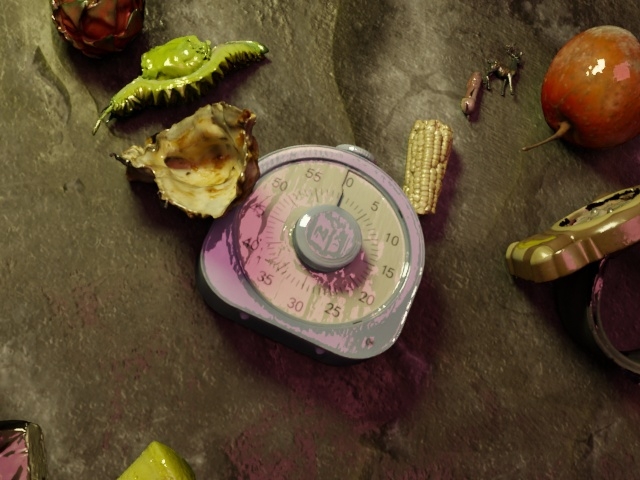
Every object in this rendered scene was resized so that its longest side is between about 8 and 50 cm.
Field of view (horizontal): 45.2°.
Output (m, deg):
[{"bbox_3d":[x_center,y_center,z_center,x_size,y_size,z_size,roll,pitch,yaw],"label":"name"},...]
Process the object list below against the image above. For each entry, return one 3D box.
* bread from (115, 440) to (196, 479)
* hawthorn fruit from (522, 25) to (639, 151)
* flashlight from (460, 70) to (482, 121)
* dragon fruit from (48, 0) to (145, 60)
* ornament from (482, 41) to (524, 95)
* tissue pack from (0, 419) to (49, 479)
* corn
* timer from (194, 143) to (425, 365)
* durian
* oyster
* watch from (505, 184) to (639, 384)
[{"bbox_3d":[-0.255,0.393,1.212,0.114,0.111,0.129,-39,82,-11],"label":"bread"},{"bbox_3d":[0.555,-0.289,1.534,0.235,0.263,0.231,23,35,-15],"label":"hawthorn fruit"},{"bbox_3d":[0.305,-0.297,1.564,0.031,0.052,0.110,5,63,25],"label":"flashlight"},{"bbox_3d":[-0.389,-0.412,1.350,0.182,0.188,0.182,1,82,-6],"label":"dragon fruit"},{"bbox_3d":[0.383,-0.364,1.602,0.073,0.028,0.125,22,73,-7],"label":"ornament"},{"bbox_3d":[-0.572,0.376,1.090,0.370,0.210,0.198,-9,72,-14],"label":"tissue pack"},{"bbox_3d":[0.203,-0.130,1.472,0.087,0.087,0.211,12,77,-10],"label":"corn"},{"bbox_3d":[0.000,0.000,1.339,0.395,0.173,0.395,3,74,-11],"label":"timer"},{"bbox_3d":[-0.255,-0.299,1.397,0.375,0.106,0.132,-28,78,-23],"label":"durian"},{"bbox_3d":[-0.225,-0.123,1.264,0.133,0.337,0.198,46,61,-45],"label":"oyster"},{"bbox_3d":[0.562,0.092,1.418,0.335,0.314,0.327,-27,94,-3],"label":"watch"}]
